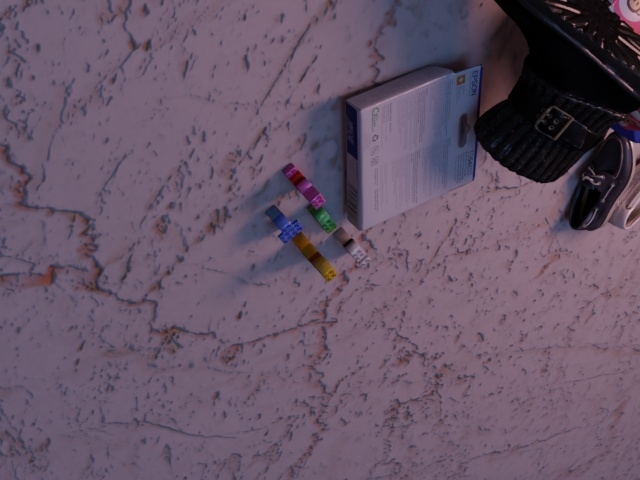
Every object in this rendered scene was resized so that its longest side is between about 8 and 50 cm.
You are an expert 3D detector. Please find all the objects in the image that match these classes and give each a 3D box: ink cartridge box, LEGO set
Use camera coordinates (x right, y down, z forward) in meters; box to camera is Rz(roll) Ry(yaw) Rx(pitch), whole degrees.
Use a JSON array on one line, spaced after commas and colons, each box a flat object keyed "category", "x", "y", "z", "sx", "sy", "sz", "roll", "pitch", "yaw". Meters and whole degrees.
[{"category": "ink cartridge box", "x": 0.139, "y": -0.147, "z": 1.618, "sx": 0.224, "sy": 0.045, "sz": 0.223, "roll": -23, "pitch": 133, "yaw": -24}, {"category": "LEGO set", "x": 0.000, "y": 0.000, "z": 1.601, "sx": 0.087, "sy": 0.093, "sz": 0.227, "roll": -42, "pitch": 137, "yaw": -1}]

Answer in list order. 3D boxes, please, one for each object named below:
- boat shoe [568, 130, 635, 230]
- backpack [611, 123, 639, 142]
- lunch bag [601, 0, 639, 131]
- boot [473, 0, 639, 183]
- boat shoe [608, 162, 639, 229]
[{"category": "boat shoe", "x": 0.489, "y": -0.100, "z": 1.886, "sx": 0.065, "sy": 0.075, "sz": 0.206, "roll": -15, "pitch": 135, "yaw": -30}, {"category": "backpack", "x": 0.542, "y": -0.237, "z": 1.798, "sx": 0.120, "sy": 0.098, "sz": 0.101, "roll": -35, "pitch": 135, "yaw": -6}, {"category": "lunch bag", "x": 0.520, "y": -0.327, "z": 1.654, "sx": 0.258, "sy": 0.120, "sz": 0.293, "roll": -46, "pitch": 117, "yaw": -1}, {"category": "boot", "x": 0.301, "y": -0.243, "z": 1.548, "sx": 0.348, "sy": 0.131, "sz": 0.260, "roll": 38, "pitch": 133, "yaw": -17}, {"category": "boat shoe", "x": 0.630, "y": -0.114, "z": 1.957, "sx": 0.277, "sy": 0.096, "sz": 0.098, "roll": -40, "pitch": 136, "yaw": -3}]
